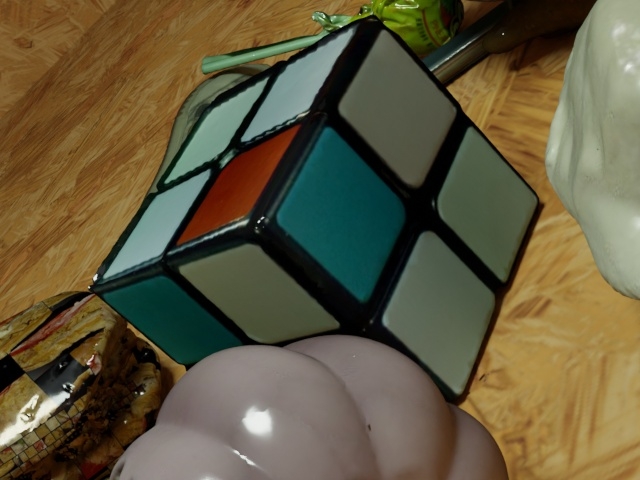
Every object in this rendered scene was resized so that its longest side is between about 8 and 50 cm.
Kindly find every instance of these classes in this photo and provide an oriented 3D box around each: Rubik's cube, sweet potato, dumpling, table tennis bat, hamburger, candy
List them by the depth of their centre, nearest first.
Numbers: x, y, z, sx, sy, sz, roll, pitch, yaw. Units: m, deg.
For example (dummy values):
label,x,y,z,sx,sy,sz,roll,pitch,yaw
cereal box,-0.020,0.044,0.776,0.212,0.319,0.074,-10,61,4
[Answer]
label,x,y,z,sx,sy,sz,roll,pitch,yaw
dumpling,0.184,-0.058,0.550,0.162,0.132,0.250,-32,40,9
Rubik's cube,-0.001,0.000,0.709,0.183,0.167,0.180,-18,35,50
sweet potato,0.212,-0.186,0.798,0.249,0.059,0.069,-29,25,31
hamburger,-0.233,0.130,0.905,0.231,0.107,0.231,-20,32,13
table tennis bat,0.185,-0.202,0.919,0.301,0.022,0.173,-35,26,21
candy,0.004,-0.188,1.052,0.262,0.077,0.073,-9,42,25

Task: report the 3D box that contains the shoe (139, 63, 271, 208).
label,x,y,z,sx,sy,sz,roll,pitch,yaw
shoe,-0.077,-0.073,1.053,0.098,0.103,0.275,-24,37,38

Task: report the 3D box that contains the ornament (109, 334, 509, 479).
label,x,y,z,sx,sy,sz,roll,pitch,yaw
ornament,-0.009,0.128,0.503,0.177,0.177,0.177,-36,24,19
